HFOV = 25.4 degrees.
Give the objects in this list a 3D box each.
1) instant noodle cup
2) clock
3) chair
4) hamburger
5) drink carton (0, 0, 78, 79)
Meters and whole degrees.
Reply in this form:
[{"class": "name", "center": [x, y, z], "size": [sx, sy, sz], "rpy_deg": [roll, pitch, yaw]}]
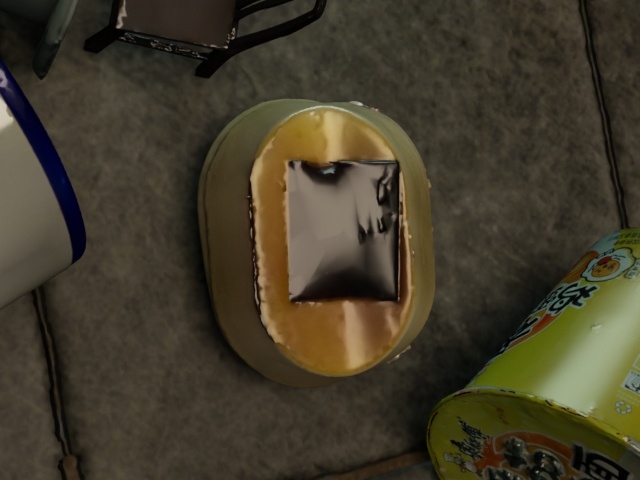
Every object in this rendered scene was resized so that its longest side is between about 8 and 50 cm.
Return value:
[{"class": "instant noodle cup", "center": [0.235, 0.129, 1.045], "size": [0.264, 0.264, 0.200], "rpy_deg": [45, 60, -14]}, {"class": "clock", "center": [-0.237, -0.065, 0.852], "size": [0.083, 0.230, 0.230], "rpy_deg": [-36, 99, -18]}, {"class": "chair", "center": [-0.077, -0.173, 0.942], "size": [0.102, 0.212, 0.084], "rpy_deg": [12, 80, -23]}, {"class": "hamburger", "center": [0.000, 0.000, 1.020], "size": [0.173, 0.116, 0.210], "rpy_deg": [-7, 91, -16]}, {"class": "drink carton", "center": [-0.222, -0.229, 0.905], "size": [0.190, 0.185, 0.191], "rpy_deg": [21, 78, -18]}]
